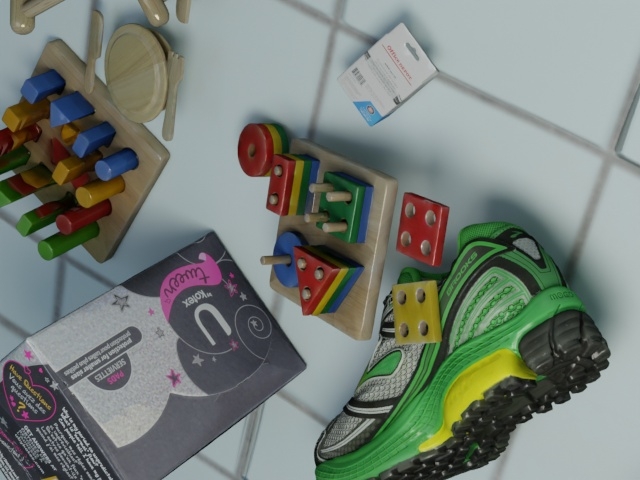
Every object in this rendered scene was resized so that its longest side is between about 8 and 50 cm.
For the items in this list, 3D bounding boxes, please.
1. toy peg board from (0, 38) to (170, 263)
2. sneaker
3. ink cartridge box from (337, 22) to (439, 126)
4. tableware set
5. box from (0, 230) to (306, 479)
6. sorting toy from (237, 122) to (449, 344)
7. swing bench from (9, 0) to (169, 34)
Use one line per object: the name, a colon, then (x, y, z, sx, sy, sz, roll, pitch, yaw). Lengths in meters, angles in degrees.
toy peg board: (-0.248, -0.071, 1.347, 0.161, 0.079, 0.160, 45, 131, 10)
sneaker: (0.096, 0.106, 1.158, 0.343, 0.134, 0.146, -47, 55, 45)
ink cartridge box: (0.057, -0.132, 1.115, 0.083, 0.028, 0.048, -37, 87, 43)
tableware set: (-0.142, -0.196, 1.234, 0.128, 0.039, 0.194, 32, 122, 37)
box: (-0.161, 0.123, 1.260, 0.142, 0.247, 0.163, -36, 87, 41)
sorting toy: (0.000, 0.000, 1.133, 0.274, 0.046, 0.132, 28, 114, 50)
swing bench: (-0.123, -0.311, 1.048, 0.253, 0.165, 0.254, -17, 88, 42)
